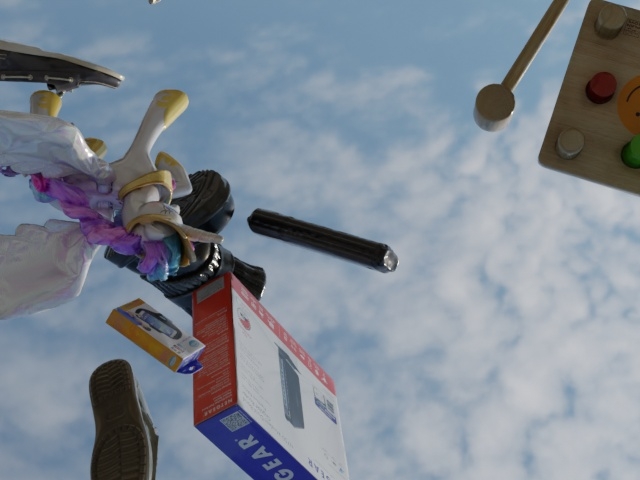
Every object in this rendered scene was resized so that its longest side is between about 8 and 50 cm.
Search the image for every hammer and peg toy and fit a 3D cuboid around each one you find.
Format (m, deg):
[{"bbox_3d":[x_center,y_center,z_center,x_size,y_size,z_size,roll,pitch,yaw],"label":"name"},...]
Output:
[{"bbox_3d":[0.412,-0.211,1.446,0.361,0.127,0.266,19,-94,9],"label":"hammer and peg toy"}]

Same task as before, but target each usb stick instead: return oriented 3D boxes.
[{"bbox_3d":[0.000,0.000,1.702,0.278,0.077,0.045,16,-105,33],"label":"usb stick"}]

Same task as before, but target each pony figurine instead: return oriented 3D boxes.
[{"bbox_3d":[-0.317,-0.074,1.355,0.351,0.303,0.363,-1,-146,-11],"label":"pony figurine"}]

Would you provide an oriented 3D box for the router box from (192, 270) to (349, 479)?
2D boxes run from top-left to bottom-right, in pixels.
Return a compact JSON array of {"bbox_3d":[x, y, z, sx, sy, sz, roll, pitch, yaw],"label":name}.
[{"bbox_3d":[-0.079,0.263,1.685,0.082,0.335,0.301,-29,-143,15],"label":"router box"}]

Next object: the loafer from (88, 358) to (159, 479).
[{"bbox_3d":[-0.292,0.308,1.577,0.102,0.092,0.268,-20,-128,11],"label":"loafer"}]

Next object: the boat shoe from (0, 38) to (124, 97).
[{"bbox_3d":[-0.390,-0.244,1.510,0.206,0.065,0.075,10,-170,-35],"label":"boat shoe"}]

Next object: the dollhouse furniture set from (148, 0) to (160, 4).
[{"bbox_3d":[-0.221,-0.357,1.241,0.058,0.076,0.152,-33,-122,-16],"label":"dollhouse furniture set"}]

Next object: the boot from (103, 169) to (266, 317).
[{"bbox_3d":[-0.187,0.026,1.772,0.348,0.260,0.131,-22,-144,50],"label":"boot"}]

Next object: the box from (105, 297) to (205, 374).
[{"bbox_3d":[-0.219,0.133,1.412,0.136,0.028,0.081,32,-165,9],"label":"box"}]
